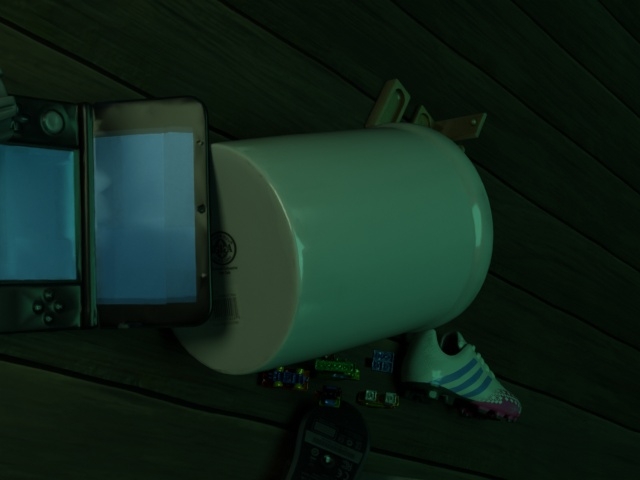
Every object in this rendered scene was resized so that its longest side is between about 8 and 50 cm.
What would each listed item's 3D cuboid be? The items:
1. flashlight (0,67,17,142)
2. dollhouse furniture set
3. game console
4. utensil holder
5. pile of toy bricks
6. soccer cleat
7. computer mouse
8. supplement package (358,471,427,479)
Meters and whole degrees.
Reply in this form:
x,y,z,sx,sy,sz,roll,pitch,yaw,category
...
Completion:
x,y,z,sx,sy,sz,roll,pitch,yaw,category
-0.472,-0.111,0.997,0.304,0.103,0.103,-27,97,-41,flashlight
0.191,-0.214,1.733,0.151,0.123,0.144,47,55,-34,dollhouse furniture set
-0.281,-0.036,1.168,0.250,0.173,0.293,1,85,-48,game console
0.000,0.000,1.365,0.385,0.328,0.327,-9,93,-45,utensil holder
0.016,0.206,1.520,0.212,0.105,0.118,9,72,-4,pile of toy bricks
0.276,0.249,1.791,0.331,0.116,0.143,25,69,-43,soccer cleat
-0.014,0.368,1.480,0.189,0.072,0.272,27,53,-1,computer mouse
0.095,0.515,1.546,0.194,0.149,0.203,-34,111,-43,supplement package
